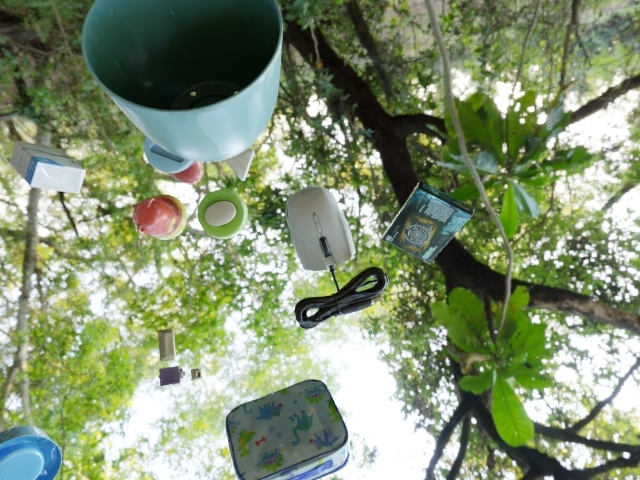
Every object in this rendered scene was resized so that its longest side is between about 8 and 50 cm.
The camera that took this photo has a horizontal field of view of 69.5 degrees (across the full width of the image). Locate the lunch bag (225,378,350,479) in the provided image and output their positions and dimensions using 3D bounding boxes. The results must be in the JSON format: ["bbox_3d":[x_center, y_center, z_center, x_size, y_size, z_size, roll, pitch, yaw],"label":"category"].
[{"bbox_3d":[-0.062,0.374,0.868,0.218,0.090,0.176,-17,-144,-15],"label":"lunch bag"}]

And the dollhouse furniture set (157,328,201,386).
[{"bbox_3d":[-0.313,0.247,0.987,0.091,0.114,0.081,0,165,-37],"label":"dollhouse furniture set"}]

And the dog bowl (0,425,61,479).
[{"bbox_3d":[-0.723,0.547,1.023,0.297,0.166,0.074,-51,-141,-13],"label":"dog bowl"}]

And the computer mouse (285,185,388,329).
[{"bbox_3d":[0.000,0.000,0.529,0.106,0.042,0.193,-20,-125,-1],"label":"computer mouse"}]

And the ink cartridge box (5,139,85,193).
[{"bbox_3d":[-0.631,-0.175,1.054,0.180,0.060,0.104,32,-164,34],"label":"ink cartridge box"}]

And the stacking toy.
[{"bbox_3d":[-0.321,-0.140,1.155,0.279,0.309,0.130,10,-178,2],"label":"stacking toy"}]

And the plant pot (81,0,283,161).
[{"bbox_3d":[-0.205,-0.271,0.783,0.292,0.293,0.235,-20,162,-9],"label":"plant pot"}]

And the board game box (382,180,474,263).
[{"bbox_3d":[0.226,-0.033,0.996,0.126,0.186,0.026,28,-129,0],"label":"board game box"}]
